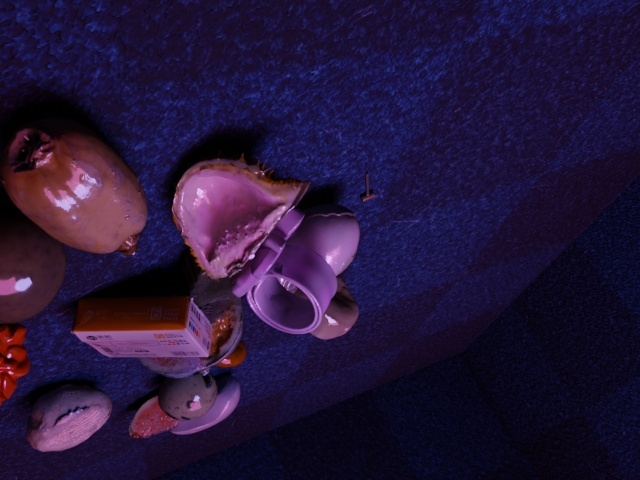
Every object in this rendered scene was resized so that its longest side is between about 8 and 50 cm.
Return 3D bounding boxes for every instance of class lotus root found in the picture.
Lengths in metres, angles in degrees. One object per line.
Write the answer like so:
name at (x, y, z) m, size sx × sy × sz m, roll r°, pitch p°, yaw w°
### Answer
lotus root at (-0.383, -0.072, 1.004) m, size 0.169 × 0.151 × 0.343 m, roll -38°, pitch 157°, yaw -8°

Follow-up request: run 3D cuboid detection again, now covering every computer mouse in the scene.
computer mouse at (-0.410, 0.610, 2.217) m, size 0.296 × 0.121 × 0.184 m, roll -35°, pitch -163°, yaw -1°

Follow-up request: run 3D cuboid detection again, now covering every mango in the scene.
mango at (-0.310, 0.362, 1.935) m, size 0.159 × 0.105 × 0.084 m, roll -3°, pitch 127°, yaw -33°

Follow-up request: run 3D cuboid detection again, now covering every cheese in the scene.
cheese at (0.008, 0.174, 1.793) m, size 0.235 × 0.218 × 0.117 m, roll 28°, pitch 129°, yaw -22°

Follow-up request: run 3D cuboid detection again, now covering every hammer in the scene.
hammer at (0.118, -0.135, 1.530) m, size 0.035 × 0.019 × 0.110 m, roll -24°, pitch 152°, yaw -8°

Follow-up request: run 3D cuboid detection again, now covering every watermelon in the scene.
watermelon at (-0.560, 0.586, 2.130) m, size 0.230 × 0.129 × 0.146 m, roll -17°, pitch -175°, yaw -7°
watermelon at (-0.332, 0.304, 1.720) m, size 0.321 × 0.175 × 0.188 m, roll -24°, pitch 154°, yaw -5°

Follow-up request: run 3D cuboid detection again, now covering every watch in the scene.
watch at (-0.061, 0.077, 1.337) m, size 0.248 × 0.217 × 0.211 m, roll -42°, pitch -167°, yaw 44°

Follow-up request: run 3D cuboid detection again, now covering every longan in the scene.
longan at (-0.531, 0.040, 1.024) m, size 0.196 × 0.197 × 0.220 m, roll -18°, pitch 146°, yaw -20°

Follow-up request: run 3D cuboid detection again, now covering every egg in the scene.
egg at (-0.438, 0.497, 1.979) m, size 0.228 × 0.177 × 0.177 m, roll -31°, pitch 157°, yaw 32°
egg at (0.000, 0.000, 1.474) m, size 0.183 × 0.183 × 0.217 m, roll 2°, pitch 141°, yaw -46°

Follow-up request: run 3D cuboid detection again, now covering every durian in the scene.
durian at (-0.190, -0.081, 1.190) m, size 0.195 × 0.186 × 0.305 m, roll 28°, pitch 132°, yaw -29°

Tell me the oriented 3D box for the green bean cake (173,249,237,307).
green bean cake at (-0.245, 0.074, 1.472) m, size 0.184 × 0.094 × 0.183 m, roll -9°, pitch 148°, yaw -35°

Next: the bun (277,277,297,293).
bun at (-0.110, 0.092, 1.611) m, size 0.172 × 0.120 × 0.173 m, roll -24°, pitch 156°, yaw -12°

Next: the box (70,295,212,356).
box at (-0.416, 0.210, 1.453) m, size 0.273 × 0.091 × 0.221 m, roll -1°, pitch 153°, yaw 3°

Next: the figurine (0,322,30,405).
figurine at (-0.735, 0.266, 1.083) m, size 0.241 × 0.412 × 0.306 m, roll -15°, pitch 122°, yaw 39°

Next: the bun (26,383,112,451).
bun at (-0.719, 0.494, 1.736) m, size 0.239 × 0.141 × 0.239 m, roll -27°, pitch 153°, yaw -15°
